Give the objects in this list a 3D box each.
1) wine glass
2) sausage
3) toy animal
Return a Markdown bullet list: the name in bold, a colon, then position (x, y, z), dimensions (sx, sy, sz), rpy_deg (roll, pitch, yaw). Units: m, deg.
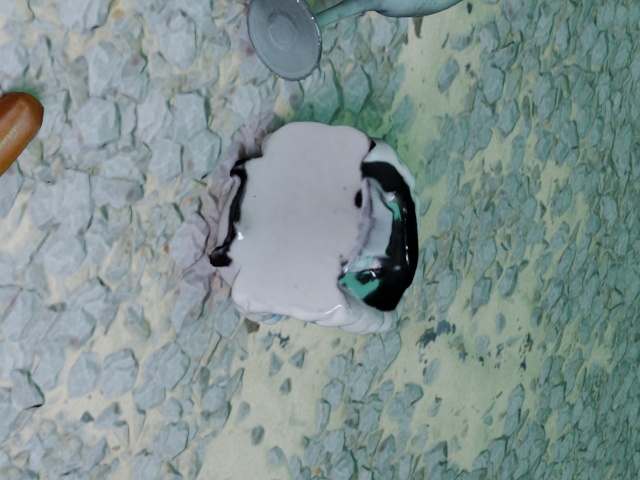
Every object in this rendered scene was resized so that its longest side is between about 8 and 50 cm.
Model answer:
- **wine glass**: position (0.121, -0.208, 1.237), dimensions (0.310, 0.264, 0.096), rpy_deg (-31, 156, -41)
- **sausage**: position (-0.274, -0.069, 0.968), dimensions (0.131, 0.041, 0.039), rpy_deg (-53, 135, -22)
- **toy animal**: position (0.000, 0.000, 1.227), dimensions (0.156, 0.204, 0.208), rpy_deg (56, 42, -64)
